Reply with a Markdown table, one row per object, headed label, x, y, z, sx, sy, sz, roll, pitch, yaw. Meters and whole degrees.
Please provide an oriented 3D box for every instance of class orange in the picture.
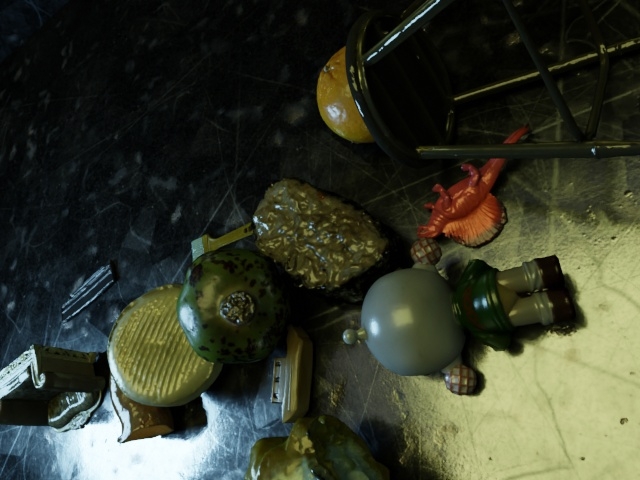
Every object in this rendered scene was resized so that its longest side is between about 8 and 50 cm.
| label | x | y | z | sx | sy | sz | roll | pitch | yaw |
| --- | --- | --- | --- | --- | --- | --- | --- | --- | --- |
| orange | 0.094 | -0.318 | 1.127 | 0.219 | 0.193 | 0.219 | -3 | 85 | 45 |

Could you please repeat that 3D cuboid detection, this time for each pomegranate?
| label | x | y | z | sx | sy | sz | roll | pitch | yaw |
| --- | --- | --- | --- | --- | --- | --- | --- | --- | --- |
| pomegranate | -0.176 | 0.134 | 1.096 | 0.270 | 0.254 | 0.254 | 144 | 139 | -75 |

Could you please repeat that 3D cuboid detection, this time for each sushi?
| label | x | y | z | sx | sy | sz | roll | pitch | yaw |
| --- | --- | --- | --- | --- | --- | --- | --- | --- | --- |
| sushi | 0.000 | 0.000 | 1.084 | 0.350 | 0.171 | 0.211 | 36 | 93 | 36 |

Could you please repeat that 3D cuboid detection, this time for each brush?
| label | x | y | z | sx | sy | sz | roll | pitch | yaw |
| --- | --- | --- | --- | --- | --- | --- | --- | --- | --- |
| brush | -0.250 | 0.001 | 1.354 | 0.218 | 0.010 | 0.082 | -23 | 62 | 25 |

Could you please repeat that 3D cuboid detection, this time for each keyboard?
| label | x | y | z | sx | sy | sz | roll | pitch | yaw |
| --- | --- | --- | --- | --- | --- | --- | --- | --- | --- |
| keyboard | -0.708 | 0.160 | 1.604 | 0.250 | 0.017 | 0.087 | -37 | 56 | 18 |

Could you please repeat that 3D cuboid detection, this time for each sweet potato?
| label | x | y | z | sx | sy | sz | roll | pitch | yaw |
| --- | --- | --- | --- | --- | --- | --- | --- | --- | --- |
| sweet potato | -0.463 | 0.338 | 1.310 | 0.131 | 0.131 | 0.336 | -39 | 56 | 17 |

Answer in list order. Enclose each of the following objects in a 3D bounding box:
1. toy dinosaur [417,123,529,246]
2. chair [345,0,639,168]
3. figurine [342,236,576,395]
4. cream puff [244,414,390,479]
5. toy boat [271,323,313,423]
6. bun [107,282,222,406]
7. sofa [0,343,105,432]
| label | x | y | z | sx | sy | sz | roll | pitch | yaw |
| --- | --- | --- | --- | --- | --- | --- | --- | --- | --- |
| toy dinosaur | 0.307 | -0.080 | 0.980 | 0.286 | 0.070 | 0.139 | -39 | 66 | 13 |
| chair | 0.281 | -0.319 | 0.865 | 0.410 | 0.364 | 0.362 | -14 | 34 | 44 |
| figurine | 0.224 | 0.123 | 0.897 | 0.370 | 0.167 | 0.281 | -17 | 79 | 23 |
| cream puff | 0.005 | 0.470 | 0.848 | 0.274 | 0.269 | 0.323 | -39 | 46 | -5 |
| toy boat | -0.059 | 0.276 | 1.100 | 0.077 | 0.057 | 0.200 | -10 | 68 | 38 |
| bun | -0.350 | 0.250 | 1.239 | 0.287 | 0.146 | 0.287 | -1 | 65 | 3 |
| sofa | -0.742 | 0.417 | 1.424 | 0.258 | 0.200 | 0.182 | -34 | 55 | 18 |
